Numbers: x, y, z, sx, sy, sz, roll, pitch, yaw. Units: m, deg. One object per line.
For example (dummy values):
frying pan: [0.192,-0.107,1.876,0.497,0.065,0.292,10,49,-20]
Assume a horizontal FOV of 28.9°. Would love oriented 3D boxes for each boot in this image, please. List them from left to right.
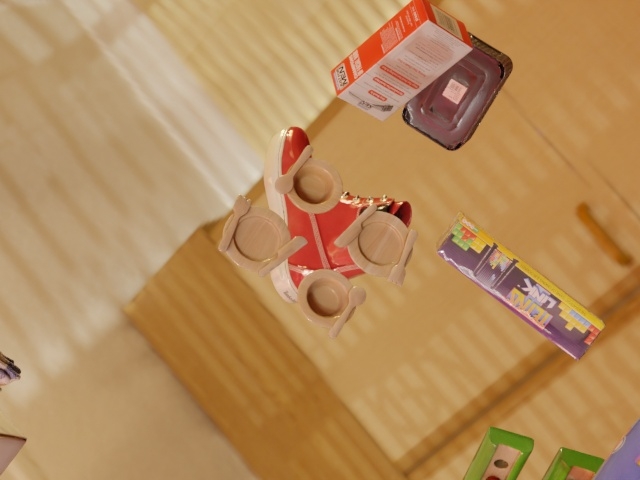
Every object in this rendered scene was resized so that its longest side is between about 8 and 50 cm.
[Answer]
boot: [0.025,-0.055,1.511,0.088,0.176,0.244,42,-146,-50]

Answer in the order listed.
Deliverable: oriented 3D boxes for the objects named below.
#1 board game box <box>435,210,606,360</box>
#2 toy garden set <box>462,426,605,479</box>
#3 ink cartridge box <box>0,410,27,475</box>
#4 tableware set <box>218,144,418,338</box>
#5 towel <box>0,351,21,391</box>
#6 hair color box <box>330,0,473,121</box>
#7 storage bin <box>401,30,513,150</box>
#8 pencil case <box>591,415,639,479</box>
board game box: [0.193,0.042,1.231,0.170,0.048,0.141,38,-173,3]
toy garden set: [0.245,0.288,1.180,0.244,0.204,0.049,16,-136,0]
ink cartridge box: [-0.327,0.155,1.005,0.150,0.109,0.063,38,-178,27]
tableware set: [0.000,0.000,1.139,0.168,0.020,0.141,39,-114,1]
towel: [-0.453,0.065,1.234,0.285,0.209,0.034,55,-147,-27]
hair color box: [0.105,-0.237,1.631,0.093,0.167,0.053,24,-140,-40]
storage bin: [0.237,-0.260,2.152,0.122,0.180,0.084,33,-157,8]
pencil case: [0.265,0.188,0.886,0.133,0.306,0.119,37,177,26]
